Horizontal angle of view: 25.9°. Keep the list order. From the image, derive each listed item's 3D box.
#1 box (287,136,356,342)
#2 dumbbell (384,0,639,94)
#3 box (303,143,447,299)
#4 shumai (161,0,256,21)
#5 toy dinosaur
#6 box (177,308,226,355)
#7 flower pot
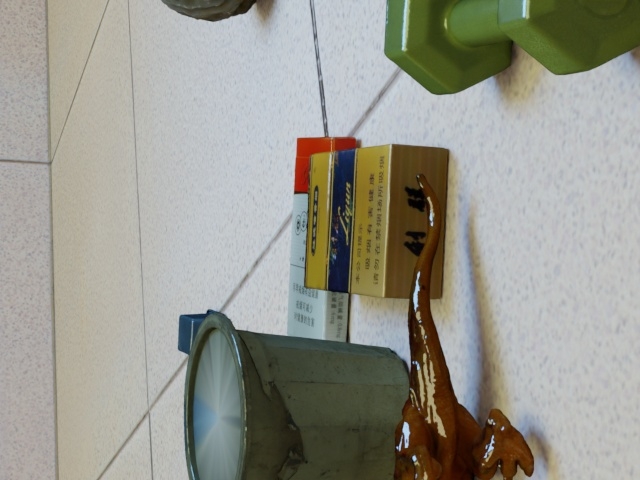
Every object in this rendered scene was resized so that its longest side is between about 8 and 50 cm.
[{"bbox_3d":[0.000,0.000,1.635,0.139,0.035,0.245,-172,85,-71],"label":"box"},{"bbox_3d":[0.151,-0.184,1.125,0.108,0.121,0.302,65,162,-10],"label":"dumbbell"},{"bbox_3d":[0.053,-0.019,1.447,0.237,0.070,0.152,-176,89,-68],"label":"box"},{"bbox_3d":[-0.114,-0.394,1.904,0.185,0.218,0.184,-3,90,31],"label":"shumai"},{"bbox_3d":[0.111,0.165,1.226,0.208,0.097,0.432,-148,66,-79],"label":"toy dinosaur"},{"bbox_3d":[-0.180,0.143,2.096,0.099,0.054,0.074,-174,85,-70],"label":"box"},{"bbox_3d":[-0.019,0.184,1.416,0.212,0.202,0.212,-176,90,-72],"label":"flower pot"}]
